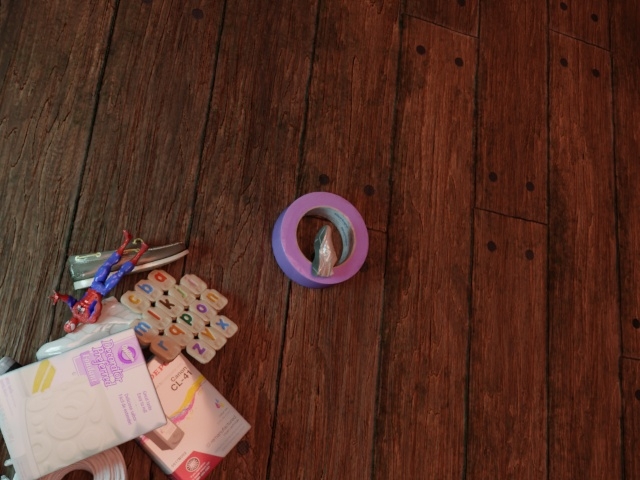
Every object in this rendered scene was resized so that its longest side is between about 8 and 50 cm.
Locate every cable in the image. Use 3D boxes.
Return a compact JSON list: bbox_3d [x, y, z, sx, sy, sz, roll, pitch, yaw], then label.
[{"bbox_3d":[-0.572,0.570,1.564,0.257,0.089,0.257,-25,59,-21],"label":"cable"}]

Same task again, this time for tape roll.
[{"bbox_3d":[0.000,0.000,1.999,0.274,0.090,0.275,5,74,-20],"label":"tape roll"}]

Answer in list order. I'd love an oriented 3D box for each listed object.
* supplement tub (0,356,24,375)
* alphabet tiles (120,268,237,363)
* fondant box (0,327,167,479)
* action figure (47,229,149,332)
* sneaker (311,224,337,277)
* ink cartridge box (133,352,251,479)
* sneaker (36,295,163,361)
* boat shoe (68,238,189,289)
[{"bbox_3d":[-0.702,0.372,1.603,0.190,0.117,0.117,39,66,-8],"label":"supplement tub"},{"bbox_3d":[-0.362,0.194,1.753,0.278,0.021,0.284,35,37,5],"label":"alphabet tiles"},{"bbox_3d":[-0.545,0.365,1.541,0.330,0.096,0.238,-20,88,-20],"label":"fondant box"},{"bbox_3d":[-0.538,0.099,1.636,0.091,0.139,0.280,31,79,10],"label":"action figure"},{"bbox_3d":[0.015,0.032,1.923,0.061,0.053,0.152,14,77,-28],"label":"sneaker"},{"bbox_3d":[-0.363,0.444,1.715,0.306,0.131,0.226,48,65,-6],"label":"ink cartridge box"},{"bbox_3d":[-0.562,0.231,1.720,0.305,0.114,0.152,-15,63,-24],"label":"sneaker"},{"bbox_3d":[-0.497,0.045,1.775,0.305,0.109,0.091,-17,88,-21],"label":"boat shoe"}]
